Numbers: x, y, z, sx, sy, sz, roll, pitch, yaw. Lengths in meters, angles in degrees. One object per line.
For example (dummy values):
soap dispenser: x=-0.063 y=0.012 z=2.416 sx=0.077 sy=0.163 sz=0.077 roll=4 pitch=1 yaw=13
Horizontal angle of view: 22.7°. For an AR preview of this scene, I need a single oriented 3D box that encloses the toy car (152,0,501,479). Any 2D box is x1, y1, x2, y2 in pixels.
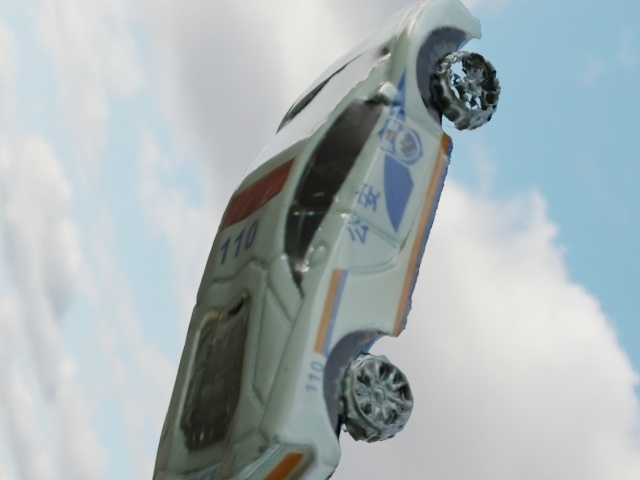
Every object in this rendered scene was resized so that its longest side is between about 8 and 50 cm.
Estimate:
toy car: x=0.000 y=0.000 z=0.521 sx=0.095 sy=0.056 sz=0.205 roll=-29 pitch=-143 yaw=53
